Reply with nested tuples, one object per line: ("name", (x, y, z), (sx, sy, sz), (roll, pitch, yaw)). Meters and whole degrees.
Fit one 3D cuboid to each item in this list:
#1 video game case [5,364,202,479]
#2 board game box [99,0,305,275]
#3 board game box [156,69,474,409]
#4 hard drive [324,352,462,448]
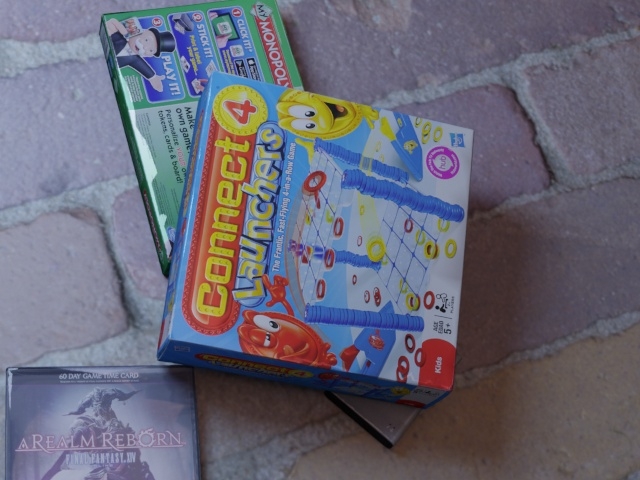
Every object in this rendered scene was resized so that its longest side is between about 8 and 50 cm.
("video game case", (-0.216, 0.258, 1.323), (0.196, 0.026, 0.274), (1, 67, -15))
("board game box", (-0.114, -0.128, 1.514), (0.214, 0.046, 0.317), (-10, 69, -19))
("board game box", (0.000, 0.000, 1.415), (0.302, 0.086, 0.308), (11, 70, -13))
("hard drive", (0.081, 0.149, 1.454), (0.094, 0.022, 0.135), (40, 62, 5))
